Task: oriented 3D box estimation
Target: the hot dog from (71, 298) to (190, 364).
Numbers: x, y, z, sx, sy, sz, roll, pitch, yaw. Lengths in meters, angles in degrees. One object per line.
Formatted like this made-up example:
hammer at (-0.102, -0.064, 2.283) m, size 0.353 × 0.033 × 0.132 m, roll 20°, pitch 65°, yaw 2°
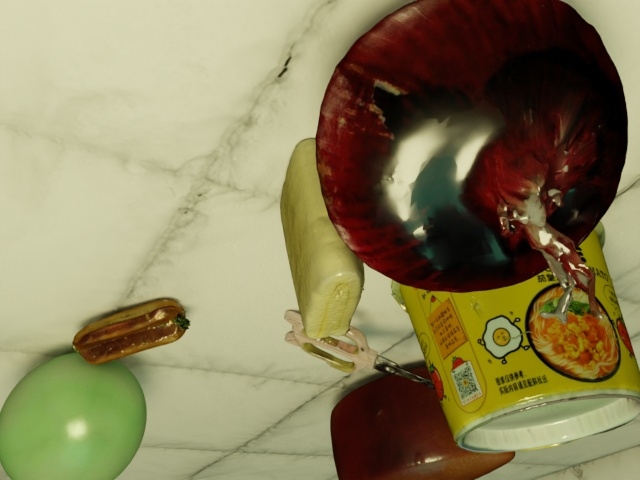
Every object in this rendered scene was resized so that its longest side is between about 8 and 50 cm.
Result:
hot dog at (-0.280, 0.133, 0.869) m, size 0.188 × 0.055 × 0.072 m, roll -17°, pitch 116°, yaw 4°

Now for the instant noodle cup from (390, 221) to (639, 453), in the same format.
instant noodle cup at (0.283, 0.141, 0.823) m, size 0.326 × 0.254 × 0.325 m, roll -6°, pitch 147°, yaw -4°

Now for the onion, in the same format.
onion at (0.135, -0.066, 0.479) m, size 0.273 × 0.285 × 0.273 m, roll -4°, pitch 119°, yaw -8°

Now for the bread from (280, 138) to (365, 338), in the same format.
bread at (0.000, 0.000, 0.623) m, size 0.060 × 0.178 × 0.139 m, roll -2°, pitch 146°, yaw -15°

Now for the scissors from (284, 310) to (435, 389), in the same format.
scissors at (0.088, 0.196, 0.939) m, size 0.318 × 0.024 × 0.160 m, roll 20°, pitch 146°, yaw 11°

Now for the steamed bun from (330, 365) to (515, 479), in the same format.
steamed bun at (0.181, 0.398, 1.193) m, size 0.379 × 0.234 × 0.248 m, roll -26°, pitch 145°, yaw 25°

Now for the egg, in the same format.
egg at (-0.396, 0.294, 0.938) m, size 0.221 × 0.220 × 0.269 m, roll 13°, pitch 132°, yaw -29°
